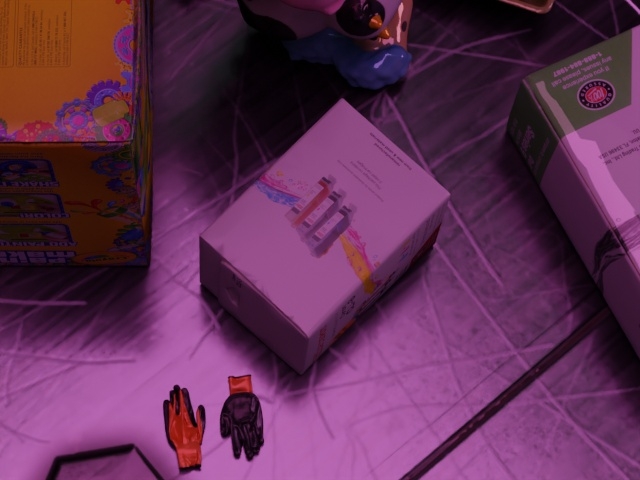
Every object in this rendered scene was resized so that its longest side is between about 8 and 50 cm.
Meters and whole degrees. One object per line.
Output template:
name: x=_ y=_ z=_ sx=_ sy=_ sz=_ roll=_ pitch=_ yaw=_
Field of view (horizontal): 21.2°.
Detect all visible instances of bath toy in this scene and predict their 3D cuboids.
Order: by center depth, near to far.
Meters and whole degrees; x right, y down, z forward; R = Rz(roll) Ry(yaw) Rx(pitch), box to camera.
bath toy: x=-0.021 y=-0.223 z=1.403 sx=0.151 sy=0.348 sz=0.129 roll=-21 pitch=72 yaw=15

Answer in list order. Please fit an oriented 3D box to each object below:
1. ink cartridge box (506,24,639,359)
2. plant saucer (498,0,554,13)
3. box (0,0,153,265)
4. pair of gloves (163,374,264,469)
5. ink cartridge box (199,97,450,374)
ink cartridge box: x=0.322 y=-0.040 z=1.474 sx=0.211 sy=0.121 sz=0.289 roll=-24 pitch=74 yaw=-11
plant saucer: x=0.147 y=-0.308 z=1.601 sx=0.188 sy=0.045 sz=0.188 roll=18 pitch=70 yaw=4
box: x=-0.228 y=-0.157 z=1.400 sx=0.177 sy=0.279 sz=0.290 roll=-1 pitch=70 yaw=-3
pair of gloves: x=-0.090 y=0.153 z=1.440 sx=0.083 sy=0.010 sz=0.074 roll=-8 pitch=70 yaw=-9
ink cartridge box: x=0.000 y=0.000 z=1.437 sx=0.127 sy=0.128 sz=0.176 roll=43 pitch=74 yaw=11
